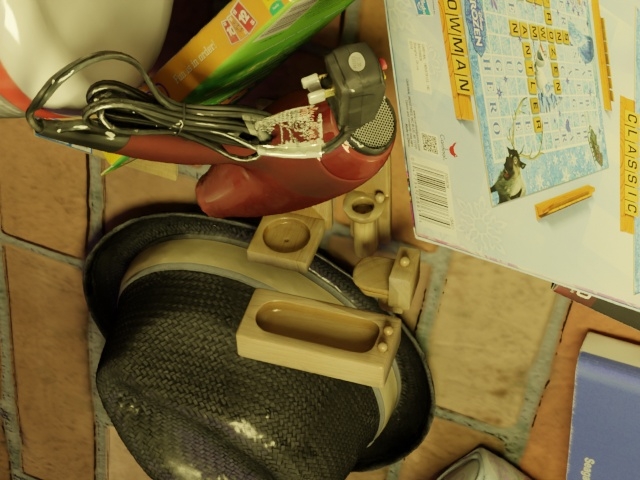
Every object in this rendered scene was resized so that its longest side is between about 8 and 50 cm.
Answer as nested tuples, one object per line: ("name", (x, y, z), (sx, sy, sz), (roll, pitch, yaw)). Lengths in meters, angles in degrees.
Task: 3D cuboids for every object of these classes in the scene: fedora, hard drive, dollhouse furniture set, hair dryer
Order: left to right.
("hair dryer", (-0.061, -0.078, 1.106), (0.223, 0.080, 0.293), (1, 163, 4))
("fedora", (-0.073, 0.132, 1.416), (0.334, 0.152, 0.334), (14, 139, 13))
("dollhouse furniture set", (0.000, 0.000, 1.235), (0.144, 0.151, 0.123), (12, 138, 13))
("hard drive", (0.357, 0.194, 1.329), (0.319, 0.040, 0.210), (15, 140, 18))

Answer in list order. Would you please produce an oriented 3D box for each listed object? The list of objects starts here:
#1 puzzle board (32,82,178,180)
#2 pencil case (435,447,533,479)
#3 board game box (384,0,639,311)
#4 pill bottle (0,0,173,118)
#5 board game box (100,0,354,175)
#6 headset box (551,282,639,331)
("puzzle board", (-0.172, -0.101, 1.324), (0.128, 0.011, 0.096), (18, 141, 10))
("pencil case", (0.210, 0.299, 1.475), (0.273, 0.124, 0.113), (33, 139, -11))
("board game box", (0.172, -0.111, 0.951), (0.318, 0.066, 0.318), (20, 130, 41))
("pill bottle", (-0.301, -0.187, 1.141), (0.363, 0.210, 0.210), (2, 135, 27))
("board game box", (-0.058, -0.127, 1.147), (0.039, 0.124, 0.259), (56, 137, 4))
("headset box", (0.305, -0.015, 1.091), (0.293, 0.110, 0.218), (24, 140, 1))
